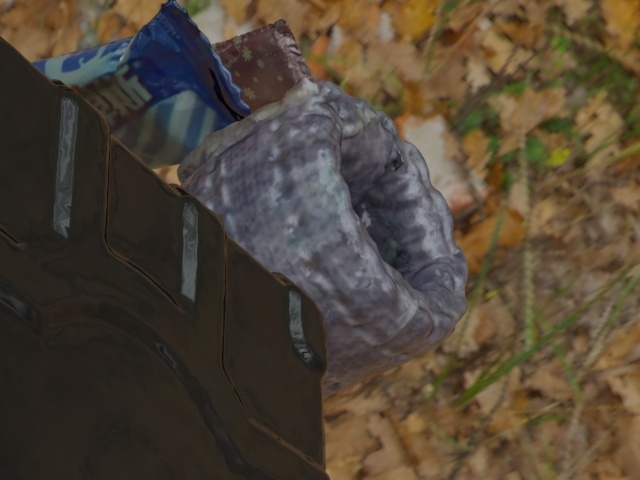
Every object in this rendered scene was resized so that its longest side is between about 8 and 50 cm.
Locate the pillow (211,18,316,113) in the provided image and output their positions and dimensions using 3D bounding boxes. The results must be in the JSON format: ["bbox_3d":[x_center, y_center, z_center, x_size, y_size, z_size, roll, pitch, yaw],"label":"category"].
[{"bbox_3d":[-0.088,-0.179,1.815,0.043,0.185,0.118,-44,115,-47],"label":"pillow"}]

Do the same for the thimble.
[{"bbox_3d":[0.001,0.001,0.806,0.150,0.097,0.150,46,28,-34],"label":"thimble"}]

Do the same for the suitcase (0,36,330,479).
[{"bbox_3d":[-0.066,0.093,0.376,0.206,0.066,0.286,43,34,-43],"label":"suitcase"}]

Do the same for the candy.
[{"bbox_3d":[-0.208,-0.131,1.573,0.187,0.331,0.077,52,49,-32],"label":"candy"}]
